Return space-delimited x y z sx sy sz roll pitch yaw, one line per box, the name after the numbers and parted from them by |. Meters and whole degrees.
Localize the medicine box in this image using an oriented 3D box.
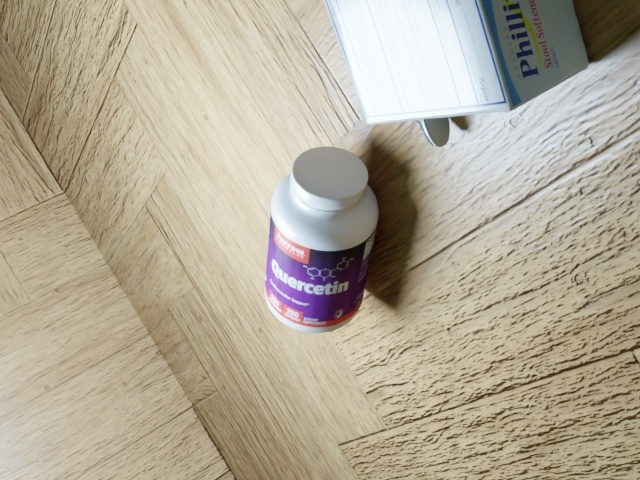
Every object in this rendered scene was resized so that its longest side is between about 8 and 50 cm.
0.149 -0.298 1.203 0.289 0.149 0.264 4 119 56 | medicine box

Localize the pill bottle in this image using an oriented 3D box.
0.000 0.000 1.661 0.181 0.181 0.323 43 146 29 | pill bottle

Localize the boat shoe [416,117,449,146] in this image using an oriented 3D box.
0.148 -0.192 1.401 0.038 0.046 0.125 -16 99 60 | boat shoe

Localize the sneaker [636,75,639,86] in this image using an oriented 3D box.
0.375 -0.202 0.904 0.158 0.182 0.410 19 130 50 | sneaker
